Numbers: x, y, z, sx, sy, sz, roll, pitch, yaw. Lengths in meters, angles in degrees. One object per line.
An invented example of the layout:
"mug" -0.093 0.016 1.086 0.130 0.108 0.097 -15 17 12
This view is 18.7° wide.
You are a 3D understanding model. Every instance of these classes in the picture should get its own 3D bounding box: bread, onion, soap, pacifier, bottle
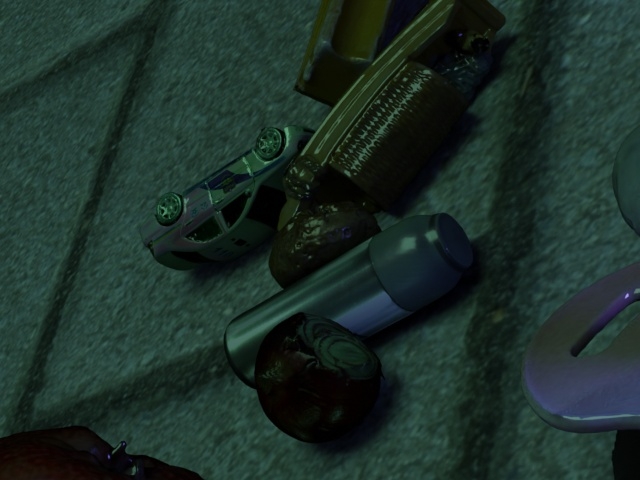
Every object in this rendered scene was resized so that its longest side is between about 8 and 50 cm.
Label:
"bread" 0.000 0.000 1.833 0.113 0.082 0.060 -25 72 7
"onion" -0.008 0.126 1.723 0.118 0.118 0.117 -41 43 10
"soap" 0.033 -0.237 2.064 0.140 0.073 0.232 114 174 -52
"pacifier" 0.283 0.052 1.345 0.332 0.273 0.220 6 73 47
"bottle" 0.027 0.055 1.796 0.254 0.079 0.096 -31 -4 27

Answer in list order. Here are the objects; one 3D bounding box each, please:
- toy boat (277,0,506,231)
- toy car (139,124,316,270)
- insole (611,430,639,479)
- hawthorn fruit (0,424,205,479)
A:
"toy boat" 0.073 -0.114 1.910 0.310 0.089 0.115 -49 28 -2
"toy car" -0.081 -0.038 2.017 0.224 0.090 0.076 -32 61 23
"insole" 0.266 0.187 1.411 0.110 0.012 0.309 -27 37 25
"hawthorn fruit" -0.213 0.338 1.612 0.285 0.285 0.368 -1 76 50
